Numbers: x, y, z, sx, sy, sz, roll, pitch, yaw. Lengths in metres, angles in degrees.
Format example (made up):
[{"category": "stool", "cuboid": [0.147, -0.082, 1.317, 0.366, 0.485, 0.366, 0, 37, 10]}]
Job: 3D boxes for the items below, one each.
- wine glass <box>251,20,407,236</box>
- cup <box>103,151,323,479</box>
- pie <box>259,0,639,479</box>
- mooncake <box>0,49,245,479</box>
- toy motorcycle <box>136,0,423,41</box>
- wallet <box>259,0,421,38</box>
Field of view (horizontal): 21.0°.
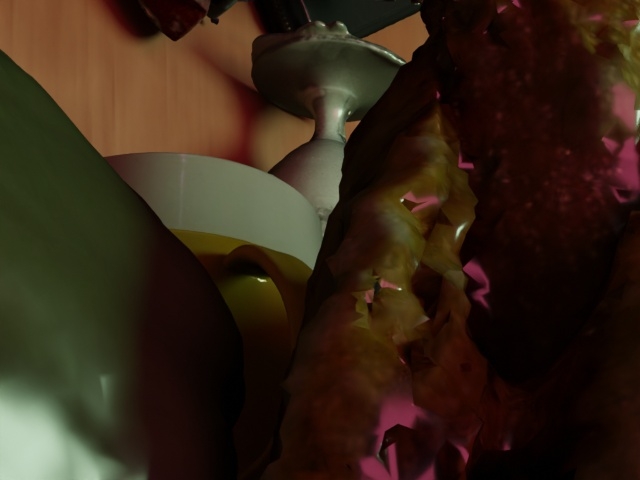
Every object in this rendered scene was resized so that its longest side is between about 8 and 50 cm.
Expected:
[{"category": "wine glass", "cuboid": [0.000, 0.000, 0.940, 0.103, 0.103, 0.222, 26, 58, -39]}, {"category": "cup", "cuboid": [-0.057, 0.079, 0.761, 0.185, 0.241, 0.226, 17, 57, -27]}, {"category": "pie", "cuboid": [0.073, 0.142, 0.599, 0.418, 0.180, 0.395, 88, 14, -47]}, {"category": "mooncake", "cuboid": [-0.192, 0.092, 0.521, 0.194, 0.356, 0.356, 50, 46, -30]}, {"category": "toy motorcycle", "cuboid": [-0.020, -0.166, 0.953, 0.213, 0.082, 0.122, 3, 92, -18]}, {"category": "wallet", "cuboid": [0.027, -0.208, 1.087, 0.250, 0.044, 0.149, -33, 106, -47]}]
